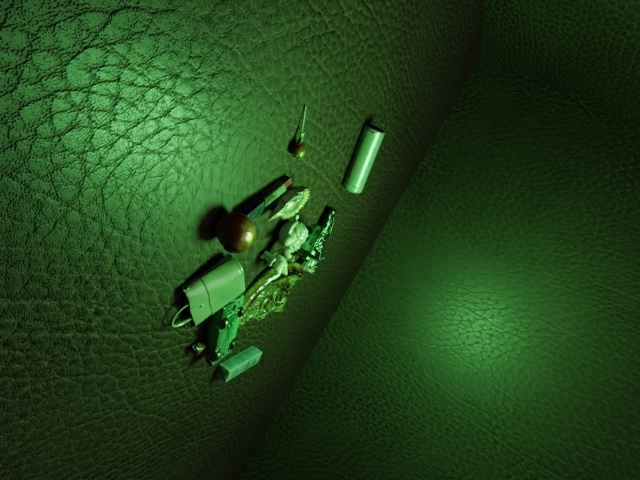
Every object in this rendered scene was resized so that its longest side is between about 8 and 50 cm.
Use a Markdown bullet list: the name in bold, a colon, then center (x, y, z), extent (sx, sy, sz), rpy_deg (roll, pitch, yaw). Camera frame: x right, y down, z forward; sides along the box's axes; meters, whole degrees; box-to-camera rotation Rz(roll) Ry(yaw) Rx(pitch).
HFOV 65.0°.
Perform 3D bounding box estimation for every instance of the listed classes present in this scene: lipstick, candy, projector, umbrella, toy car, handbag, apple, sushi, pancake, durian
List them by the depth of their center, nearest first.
- **apple**: center (-0.288, -0.024, 1.690), extent (0.146, 0.146, 0.146), rpy_deg (-51, 160, -27)
- **handbag**: center (-0.421, 0.195, 1.808), extent (0.315, 0.109, 0.241), rpy_deg (-34, 150, -28)
- **candy**: center (-0.071, -0.399, 1.857), extent (0.060, 0.060, 0.201), rpy_deg (-31, 139, -56)
- **lipstick**: center (-0.196, -0.163, 1.863), extent (0.312, 0.051, 0.051), rpy_deg (-45, 155, -41)
- **sushi**: center (-0.487, 0.425, 1.994), extent (0.050, 0.047, 0.099), rpy_deg (-47, 178, -4)
- **durian**: center (-0.141, -0.147, 2.008), extent (0.224, 0.078, 0.140), rpy_deg (-35, 163, -33)
- **toy car**: center (-0.396, 0.358, 2.047), extent (0.141, 0.097, 0.321), rpy_deg (-34, 147, -55)
- **pancake**: center (-0.233, 0.252, 2.311), extent (0.426, 0.066, 0.305), rpy_deg (-18, 129, -54)
- **toy car**: center (-0.063, 0.001, 2.357), extent (0.136, 0.125, 0.306), rpy_deg (-61, -175, -12)
- **lipstick**: center (-0.396, 0.600, 2.451), extent (0.289, 0.077, 0.076), rpy_deg (-13, 131, -65)
- **projector**: center (0.213, -0.405, 2.502), extent (0.108, 0.108, 0.338), rpy_deg (-30, 146, -57)
- **umbrella**: center (0.002, 0.002, 2.555), extent (0.113, 0.106, 0.358), rpy_deg (-72, -174, -82)

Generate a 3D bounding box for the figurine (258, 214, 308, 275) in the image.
- **figurine**: center (-0.142, 0.015, 2.170), extent (0.257, 0.144, 0.182), rpy_deg (-55, 141, -8)
